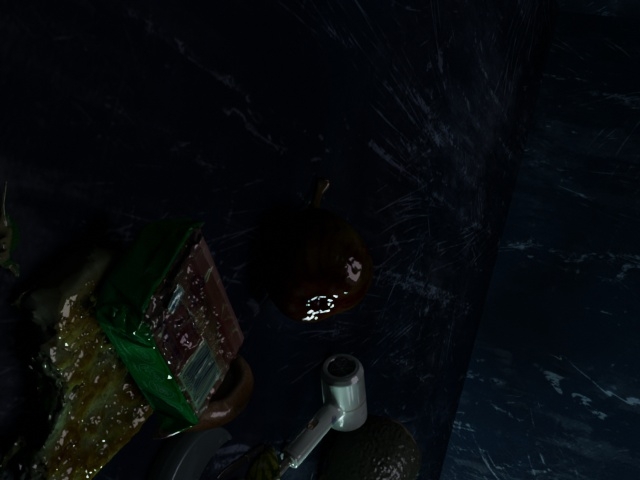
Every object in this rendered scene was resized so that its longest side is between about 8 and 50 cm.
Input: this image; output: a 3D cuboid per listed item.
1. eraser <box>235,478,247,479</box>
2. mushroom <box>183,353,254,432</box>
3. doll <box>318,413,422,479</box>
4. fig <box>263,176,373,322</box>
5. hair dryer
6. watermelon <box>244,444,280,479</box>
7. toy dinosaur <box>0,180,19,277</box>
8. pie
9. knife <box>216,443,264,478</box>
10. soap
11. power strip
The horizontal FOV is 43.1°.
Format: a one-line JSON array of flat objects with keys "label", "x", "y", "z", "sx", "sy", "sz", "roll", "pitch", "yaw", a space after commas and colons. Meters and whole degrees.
[{"label": "eraser", "x": -0.192, "y": 0.635, "z": 1.519, "sx": 0.331, "sy": 0.149, "sz": 0.331, "roll": -48, "pitch": 146, "yaw": -49}, {"label": "mushroom", "x": -0.182, "y": 0.280, "z": 1.422, "sx": 0.210, "sy": 0.094, "sz": 0.072, "roll": -48, "pitch": 141, "yaw": -54}, {"label": "doll", "x": 0.108, "y": 0.613, "z": 2.069, "sx": 0.349, "sy": 0.247, "sz": 0.247, "roll": -56, "pitch": 149, "yaw": -44}, {"label": "fig", "x": 0.000, "y": 0.000, "z": 1.589, "sx": 0.321, "sy": 0.216, "sz": 0.217, "roll": -85, "pitch": 168, "yaw": -45}, {"label": "hair dryer", "x": -0.013, "y": 0.432, "z": 1.875, "sx": 0.357, "sy": 0.107, "sz": 0.173, "roll": -44, "pitch": 138, "yaw": -40}, {"label": "watermelon", "x": -0.116, "y": 0.531, "z": 1.717, "sx": 0.087, "sy": 0.069, "sz": 0.163, "roll": -17, "pitch": 120, "yaw": -61}, {"label": "toy dinosaur", "x": -0.369, "y": -0.012, "z": 0.944, "sx": 0.060, "sy": 0.029, "sz": 0.120, "roll": -41, "pitch": 135, "yaw": -76}, {"label": "pie", "x": -0.311, "y": 0.184, "z": 1.104, "sx": 0.296, "sy": 0.078, "sz": 0.371, "roll": -7, "pitch": 110, "yaw": -64}, {"label": "knife", "x": -0.161, "y": 0.451, "z": 1.650, "sx": 0.170, "sy": 0.010, "sz": 0.023, "roll": -15, "pitch": 111, "yaw": -61}, {"label": "soap", "x": -0.198, "y": 0.124, "z": 1.109, "sx": 0.273, "sy": 0.098, "sz": 0.218, "roll": 76, "pitch": 32, "yaw": -49}, {"label": "power strip", "x": -0.244, "y": 0.432, "z": 1.407, "sx": 0.253, "sy": 0.054, "sz": 0.167, "roll": -68, "pitch": 152, "yaw": -19}]
